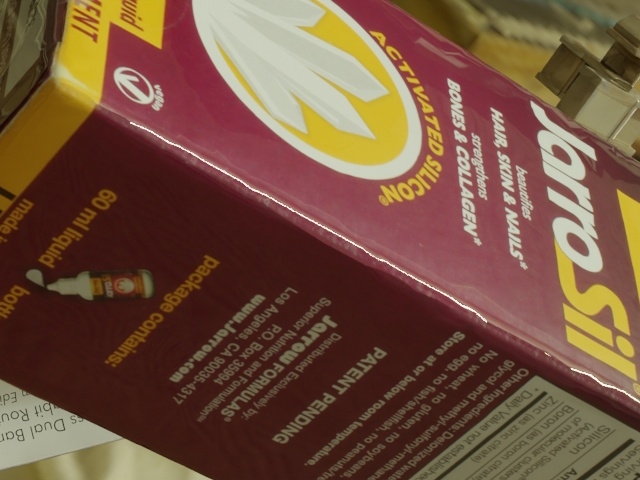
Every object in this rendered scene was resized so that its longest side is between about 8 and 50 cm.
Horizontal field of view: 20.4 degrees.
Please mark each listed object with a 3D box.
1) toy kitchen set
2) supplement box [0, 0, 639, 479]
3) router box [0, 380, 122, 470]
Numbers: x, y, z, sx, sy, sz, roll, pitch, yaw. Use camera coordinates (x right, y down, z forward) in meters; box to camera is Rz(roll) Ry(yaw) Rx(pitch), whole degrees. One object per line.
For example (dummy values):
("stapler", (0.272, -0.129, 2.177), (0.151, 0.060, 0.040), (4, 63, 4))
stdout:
("toy kitchen set", (0.163, -0.108, 1.066), (0.075, 0.068, 0.083), (18, 23, -48))
("supplement box", (0.000, 0.000, 0.423), (0.188, 0.081, 0.104), (29, 36, -25))
("router box", (-0.121, -0.017, 1.289), (0.082, 0.335, 0.301), (148, -73, -80))
